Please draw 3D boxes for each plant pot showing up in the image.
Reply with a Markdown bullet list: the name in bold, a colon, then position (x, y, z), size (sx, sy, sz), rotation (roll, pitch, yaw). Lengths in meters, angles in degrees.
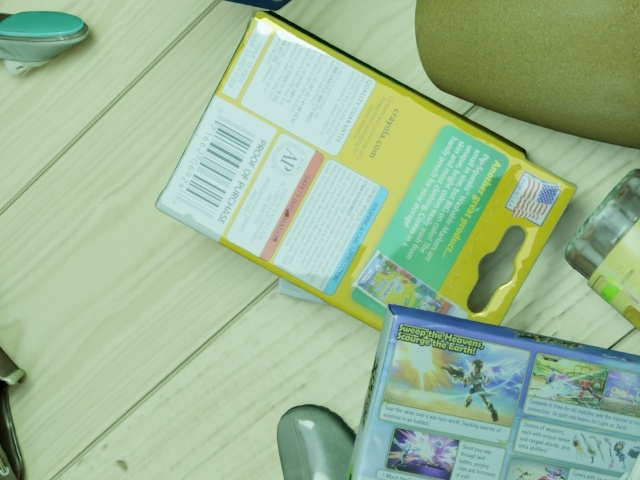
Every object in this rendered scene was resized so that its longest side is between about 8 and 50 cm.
- **plant pot**: position (0.216, -0.183, 1.336), size (0.254, 0.237, 0.237), rotation (1, 93, 34)

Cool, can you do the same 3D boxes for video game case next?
- **video game case**: position (0.162, 0.201, 1.392), size (0.269, 0.061, 0.244), rotation (12, 99, -6)

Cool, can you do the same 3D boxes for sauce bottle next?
- **sauce bottle**: position (0.362, 0.087, 1.336), size (0.344, 0.111, 0.111), rotation (43, 106, 13)

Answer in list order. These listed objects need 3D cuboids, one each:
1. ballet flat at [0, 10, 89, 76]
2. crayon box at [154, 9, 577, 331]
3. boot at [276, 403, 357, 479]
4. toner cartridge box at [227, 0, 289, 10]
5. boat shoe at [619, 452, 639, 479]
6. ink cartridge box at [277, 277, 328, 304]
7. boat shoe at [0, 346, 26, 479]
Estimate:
- **ballet flat**: position (-0.325, -0.201, 1.619), size (0.213, 0.072, 0.068), rotation (9, 123, 21)
- **crayon box**: position (0.042, -0.043, 1.439), size (0.323, 0.083, 0.203), rotation (29, 100, 3)
- **boot**: position (-0.005, 0.277, 1.456), size (0.083, 0.161, 0.247), rotation (-18, 86, 24)
- **toner cartridge box**: position (-0.059, -0.283, 1.354), size (0.165, 0.348, 0.075), rotation (-37, 81, 19)
- **boat shoe**: position (0.271, 0.230, 1.332), size (0.079, 0.081, 0.228), rotation (14, 105, -13)
- **ink cartridge box**: position (0.000, 0.000, 1.514), size (0.062, 0.029, 0.115), rotation (11, 96, 20)
- **boat shoe**: position (-0.346, 0.135, 1.629), size (0.095, 0.095, 0.257), rotation (-4, 97, 7)
